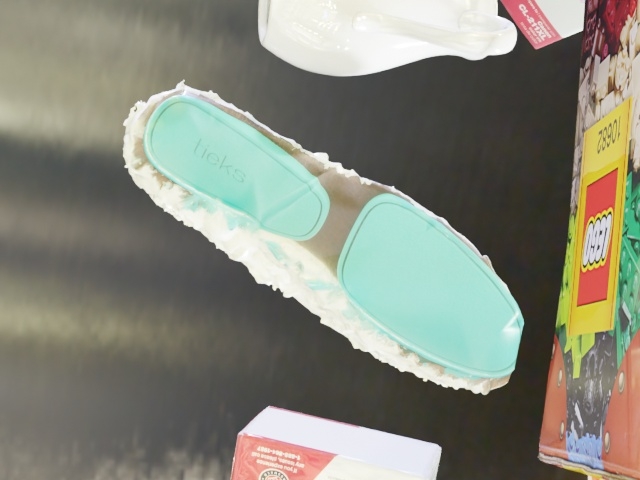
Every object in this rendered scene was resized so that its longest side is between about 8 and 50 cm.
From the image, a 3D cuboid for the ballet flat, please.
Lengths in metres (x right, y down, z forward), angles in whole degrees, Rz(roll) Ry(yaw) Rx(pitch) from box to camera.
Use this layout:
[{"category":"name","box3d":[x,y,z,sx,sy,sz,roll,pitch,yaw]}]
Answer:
[{"category":"ballet flat","box3d":[0.000,0.000,1.209,0.147,0.409,0.147,-54,5,7]}]

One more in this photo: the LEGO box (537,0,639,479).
[{"category":"LEGO box","box3d":[0.365,-0.064,0.550,0.193,0.500,0.372,113,162,-84]}]

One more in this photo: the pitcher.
[{"category":"pitcher","box3d":[0.057,-0.197,1.149,0.178,0.207,0.125,-113,28,-69]}]

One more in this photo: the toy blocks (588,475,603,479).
[{"category":"toy blocks","box3d":[0.242,0.231,1.219,0.123,0.148,0.054,-86,12,-52]}]

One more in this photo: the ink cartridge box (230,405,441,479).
[{"category":"ink cartridge box","box3d":[0.001,0.334,1.379,0.114,0.197,0.273,-30,-49,-74]}]

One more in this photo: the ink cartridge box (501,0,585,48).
[{"category":"ink cartridge box","box3d":[0.274,-0.263,1.254,0.127,0.072,0.175,-44,15,-30]}]
